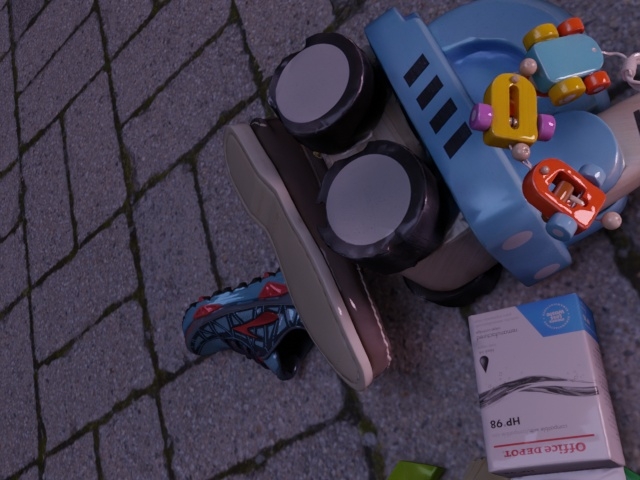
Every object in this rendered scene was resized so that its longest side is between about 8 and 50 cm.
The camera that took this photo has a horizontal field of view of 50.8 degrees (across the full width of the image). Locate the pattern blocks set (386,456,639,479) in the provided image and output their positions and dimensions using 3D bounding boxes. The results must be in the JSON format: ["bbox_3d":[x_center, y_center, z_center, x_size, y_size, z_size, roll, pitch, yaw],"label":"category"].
[{"bbox_3d":[0.165,0.314,0.621,0.325,0.026,0.285,-54,50,10],"label":"pattern blocks set"}]

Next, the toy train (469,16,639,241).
[{"bbox_3d":[0.173,-0.081,0.489,0.125,0.046,0.166,33,69,1],"label":"toy train"}]

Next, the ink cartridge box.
[{"bbox_3d":[0.200,0.148,0.596,0.104,0.060,0.180,-17,59,27],"label":"ink cartridge box"}]

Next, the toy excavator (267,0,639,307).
[{"bbox_3d":[0.228,-0.091,0.587,0.445,0.222,0.433,-34,59,18],"label":"toy excavator"}]

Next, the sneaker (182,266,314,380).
[{"bbox_3d":[-0.075,0.116,0.836,0.262,0.104,0.125,-25,65,33],"label":"sneaker"}]

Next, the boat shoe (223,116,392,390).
[{"bbox_3d":[0.000,0.000,0.728,0.324,0.096,0.116,61,154,20],"label":"boat shoe"}]
